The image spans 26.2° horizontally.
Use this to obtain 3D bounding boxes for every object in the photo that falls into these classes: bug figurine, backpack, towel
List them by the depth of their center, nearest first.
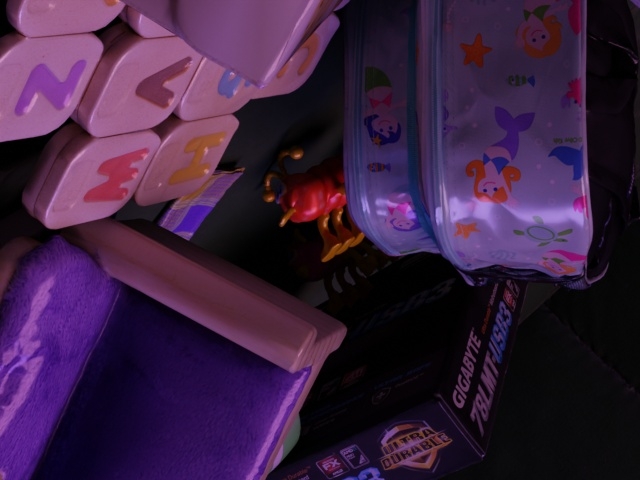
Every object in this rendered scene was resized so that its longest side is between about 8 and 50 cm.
[{"bbox_3d":[0.111,-0.084,0.851,0.253,0.191,0.225,38,53,-80],"label":"backpack"},{"bbox_3d":[-0.088,-0.019,0.922,0.083,0.009,0.060,-49,166,16],"label":"towel"},{"bbox_3d":[0.000,0.000,1.095,0.216,0.072,0.279,-23,160,-42],"label":"bug figurine"}]

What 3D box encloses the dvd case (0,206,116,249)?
[{"bbox_3d":[-0.222,0.068,0.760,0.253,0.022,0.180,-35,164,-36],"label":"dvd case"}]

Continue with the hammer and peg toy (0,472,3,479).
[{"bbox_3d":[-0.254,0.161,0.563,0.266,0.361,0.127,-21,-157,-20],"label":"hammer and peg toy"}]

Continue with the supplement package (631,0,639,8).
[{"bbox_3d":[0.187,-0.243,0.677,0.194,0.203,0.149,-45,166,-6],"label":"supplement package"}]

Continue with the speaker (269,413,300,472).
[{"bbox_3d":[-0.161,0.175,0.978,0.296,0.131,0.131,-29,160,-30],"label":"speaker"}]

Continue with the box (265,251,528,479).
[{"bbox_3d":[0.030,0.123,1.168,0.295,0.073,0.293,-29,-161,30],"label":"box"}]

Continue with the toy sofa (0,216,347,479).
[{"bbox_3d":[-0.138,0.172,0.751,0.362,0.150,0.177,-64,168,7],"label":"toy sofa"}]

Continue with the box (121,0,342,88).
[{"bbox_3d":[0.000,-0.124,0.452,0.067,0.063,0.324,-57,-177,19],"label":"box"}]

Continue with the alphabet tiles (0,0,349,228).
[{"bbox_3d":[-0.043,-0.127,0.660,0.278,0.021,0.284,-19,144,-58],"label":"alphabet tiles"}]
